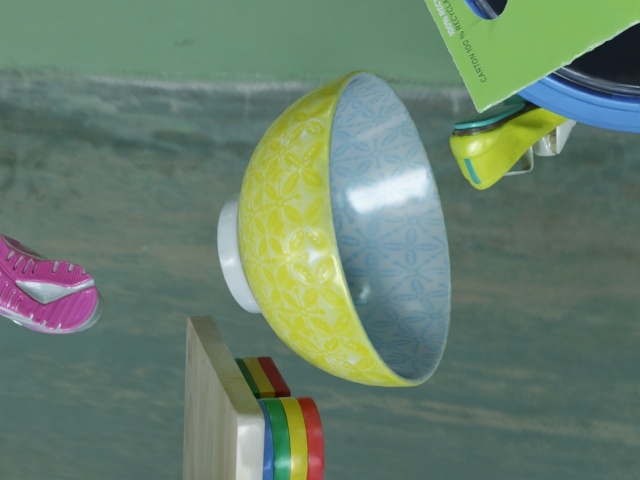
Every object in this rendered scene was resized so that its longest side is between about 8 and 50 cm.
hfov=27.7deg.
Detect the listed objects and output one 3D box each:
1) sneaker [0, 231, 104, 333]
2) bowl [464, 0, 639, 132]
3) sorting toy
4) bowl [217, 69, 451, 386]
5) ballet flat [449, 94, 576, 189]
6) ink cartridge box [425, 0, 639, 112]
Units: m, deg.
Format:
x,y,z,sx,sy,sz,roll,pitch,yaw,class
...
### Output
x,y,z,sx,sy,sz,roll,pitch,yaw,class
-0.369,0.053,1.565,0.252,0.111,0.103,25,77,17,sneaker
0.265,-0.281,1.025,0.391,0.077,0.391,0,91,7,bowl
-0.064,0.229,1.206,0.089,0.255,0.257,-1,106,-15,sorting toy
0.000,0.000,1.197,0.156,0.289,0.289,-11,68,24,bowl
0.207,-0.112,1.298,0.077,0.231,0.077,-5,108,43,ballet flat
0.148,-0.216,0.743,0.255,0.097,0.189,-30,74,23,ink cartridge box
